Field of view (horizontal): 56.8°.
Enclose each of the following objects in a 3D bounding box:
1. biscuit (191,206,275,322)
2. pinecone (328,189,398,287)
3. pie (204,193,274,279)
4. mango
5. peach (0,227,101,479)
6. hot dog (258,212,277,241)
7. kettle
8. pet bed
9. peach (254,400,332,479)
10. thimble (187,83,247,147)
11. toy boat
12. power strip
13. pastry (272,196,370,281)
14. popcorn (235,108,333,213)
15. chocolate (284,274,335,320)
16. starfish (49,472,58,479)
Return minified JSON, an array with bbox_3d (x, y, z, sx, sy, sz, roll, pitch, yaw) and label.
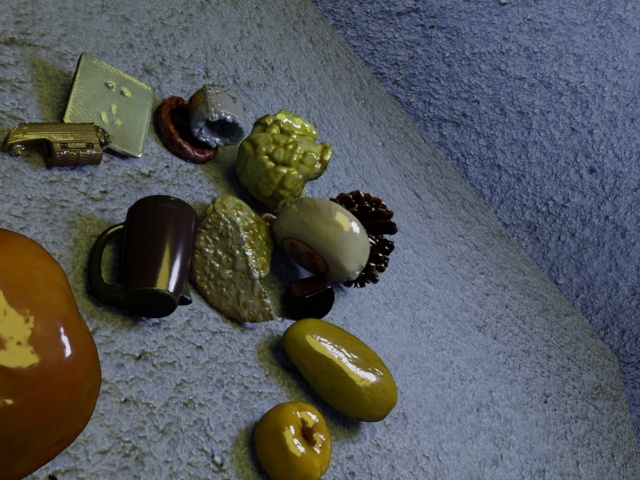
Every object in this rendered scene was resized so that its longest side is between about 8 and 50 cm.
[{"bbox_3d":[-0.212,0.071,1.322,0.038,0.141,0.289,-153,-138,-74],"label":"biscuit"},{"bbox_3d":[0.108,0.005,1.718,0.246,0.246,0.292,30,45,-33],"label":"pinecone"},{"bbox_3d":[-0.209,-0.007,1.444,0.201,0.090,0.248,34,37,-26],"label":"pie"},{"bbox_3d":[0.052,0.303,1.425,0.331,0.142,0.195,46,26,-5],"label":"mango"},{"bbox_3d":[-0.455,0.153,0.732,0.302,0.343,0.342,-24,77,-36],"label":"peach"},{"bbox_3d":[-0.104,-0.019,1.630,0.188,0.055,0.072,31,35,-34],"label":"hot dog"},{"bbox_3d":[-0.347,0.033,1.177,0.202,0.144,0.232,14,47,-20],"label":"kettle"},{"bbox_3d":[-0.353,-0.292,1.582,0.201,0.053,0.201,34,40,-34],"label":"pet bed"},{"bbox_3d":[-0.050,0.415,1.207,0.179,0.103,0.179,32,35,-26],"label":"peach"},{"bbox_3d":[-0.268,-0.325,1.555,0.151,0.127,0.118,13,51,-42],"label":"thimble"},{"bbox_3d":[-0.533,-0.195,1.218,0.226,0.068,0.088,-12,81,-49],"label":"toy boat"},{"bbox_3d":[-0.496,-0.303,1.382,0.198,0.064,0.213,26,60,-40],"label":"power strip"},{"bbox_3d":[0.002,0.001,1.518,0.265,0.265,0.133,40,68,-20],"label":"pastry"},{"bbox_3d":[-0.100,-0.218,1.659,0.237,0.293,0.293,42,27,19],"label":"popcorn"},{"bbox_3d":[-0.032,0.137,1.519,0.149,0.125,0.080,10,34,-44],"label":"chocolate"},{"bbox_3d":[-0.368,0.395,0.858,0.133,0.041,0.130,2,56,-53],"label":"starfish"}]
